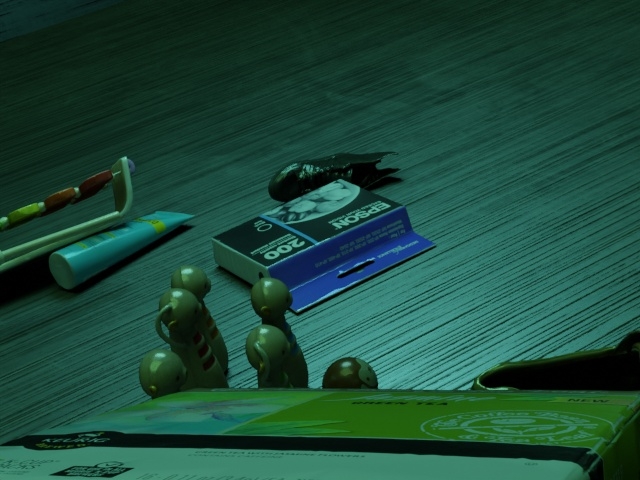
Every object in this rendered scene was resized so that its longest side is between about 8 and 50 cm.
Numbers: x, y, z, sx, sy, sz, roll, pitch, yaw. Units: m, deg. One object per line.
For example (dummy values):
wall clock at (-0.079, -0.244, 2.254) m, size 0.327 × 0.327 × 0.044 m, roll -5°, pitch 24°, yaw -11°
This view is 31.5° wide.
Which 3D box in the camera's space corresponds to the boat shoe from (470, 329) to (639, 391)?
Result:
boat shoe at (0.272, 0.130, 0.903) m, size 0.307 × 0.104 × 0.111 m, roll -12°, pitch 25°, yaw 3°

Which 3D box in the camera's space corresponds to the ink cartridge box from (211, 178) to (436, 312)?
ink cartridge box at (0.000, 0.000, 1.394) m, size 0.206 × 0.045 × 0.208 m, roll -25°, pitch 28°, yaw -24°

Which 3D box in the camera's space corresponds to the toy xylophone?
toy xylophone at (-0.379, -0.019, 1.505) m, size 0.322 × 0.081 × 0.236 m, roll -25°, pitch 3°, yaw -27°

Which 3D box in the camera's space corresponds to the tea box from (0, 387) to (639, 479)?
tea box at (0.001, 0.207, 0.618) m, size 0.329 × 0.220 × 0.323 m, roll -3°, pitch -1°, yaw 22°

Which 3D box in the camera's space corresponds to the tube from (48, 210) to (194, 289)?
tube at (-0.269, 0.002, 1.531) m, size 0.080 × 0.052 × 0.207 m, roll 12°, pitch 29°, yaw 38°

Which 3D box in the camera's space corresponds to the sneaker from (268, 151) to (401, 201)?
sneaker at (0.019, -0.089, 1.562) m, size 0.170 × 0.051 × 0.089 m, roll -20°, pitch 21°, yaw -21°

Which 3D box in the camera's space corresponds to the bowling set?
bowling set at (-0.056, 0.100, 1.076) m, size 0.199 × 0.154 × 0.287 m, roll -13°, pitch 25°, yaw 1°
